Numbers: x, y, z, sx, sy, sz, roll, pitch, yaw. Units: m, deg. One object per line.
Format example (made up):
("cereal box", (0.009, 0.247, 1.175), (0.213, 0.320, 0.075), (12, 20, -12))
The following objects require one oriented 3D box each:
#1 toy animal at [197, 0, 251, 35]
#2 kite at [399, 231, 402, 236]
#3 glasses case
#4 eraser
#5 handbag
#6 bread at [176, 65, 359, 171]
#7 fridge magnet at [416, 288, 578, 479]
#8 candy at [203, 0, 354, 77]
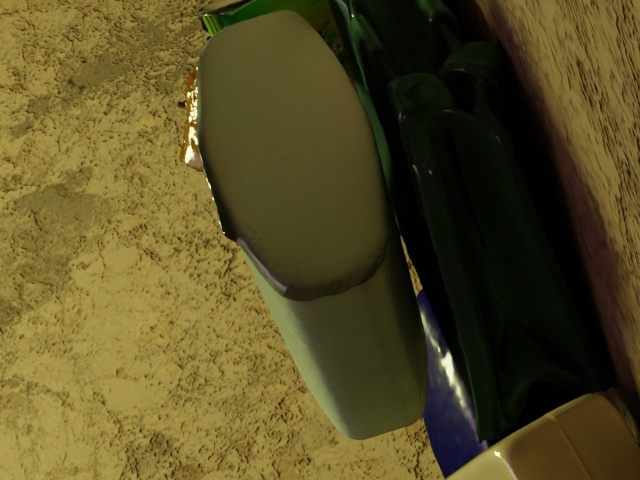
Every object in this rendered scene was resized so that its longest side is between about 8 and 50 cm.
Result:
("toy animal", (-0.004, -0.161, 1.824), (0.187, 0.165, 0.235), (-63, -42, -59))
("kite", (0.121, 0.023, 1.577), (0.183, 0.014, 0.241), (54, -164, 26))
("glasses case", (0.132, 0.197, 1.187), (0.144, 0.076, 0.336), (61, 164, 9))
("eraser", (0.000, 0.000, 1.234), (0.290, 0.104, 0.189), (70, 178, -66))
("handbag", (0.081, -0.051, 1.222), (0.326, 0.089, 0.238), (-109, -2, -56))
("bread", (-0.007, -0.100, 1.608), (0.246, 0.232, 0.135), (-91, -6, -67))
("fridge magnet", (0.142, 0.151, 1.452), (0.265, 0.113, 0.265), (159, 90, -90))
("candy", (0.003, -0.152, 1.350), (0.032, 0.178, 0.102), (25, 138, 48))
